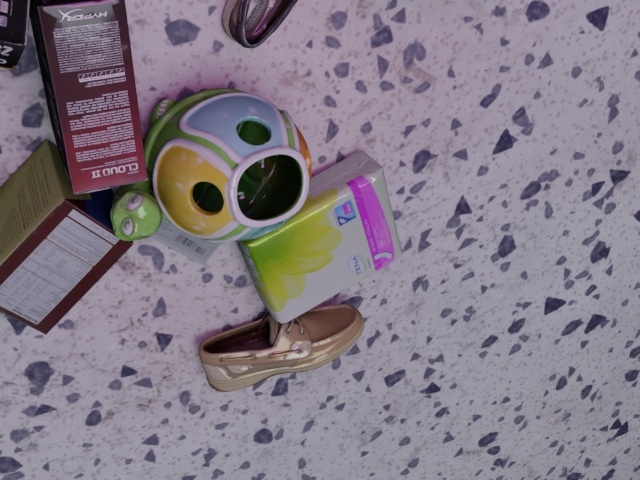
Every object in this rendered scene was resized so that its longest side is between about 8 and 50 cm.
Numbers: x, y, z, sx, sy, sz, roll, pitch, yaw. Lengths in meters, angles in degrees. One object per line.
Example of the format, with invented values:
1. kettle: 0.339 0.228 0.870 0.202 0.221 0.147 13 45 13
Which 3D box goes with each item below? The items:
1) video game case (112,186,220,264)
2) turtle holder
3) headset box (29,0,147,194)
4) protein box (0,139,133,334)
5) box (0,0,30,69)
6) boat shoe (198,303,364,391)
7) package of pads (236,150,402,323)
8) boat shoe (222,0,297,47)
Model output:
1. video game case: -0.229 -0.082 1.392 0.227 0.026 0.206 32 104 -38
2. turtle holder: -0.160 -0.112 1.232 0.320 0.227 0.243 7 105 -37
3. headset box: -0.329 -0.222 1.118 0.110 0.218 0.293 -13 126 -19
4. protein box: -0.423 -0.007 1.229 0.201 0.200 0.136 -45 130 7
5. box: -0.462 -0.380 0.910 0.257 0.079 0.322 5 76 -29
6. boat shoe: -0.073 0.196 1.600 0.341 0.121 0.110 -21 130 -12
7. package of pads: 0.000 0.000 1.506 0.296 0.101 0.229 -29 132 -12
8. boat shoe: -0.052 -0.417 1.207 0.103 0.092 0.285 21 110 -36
